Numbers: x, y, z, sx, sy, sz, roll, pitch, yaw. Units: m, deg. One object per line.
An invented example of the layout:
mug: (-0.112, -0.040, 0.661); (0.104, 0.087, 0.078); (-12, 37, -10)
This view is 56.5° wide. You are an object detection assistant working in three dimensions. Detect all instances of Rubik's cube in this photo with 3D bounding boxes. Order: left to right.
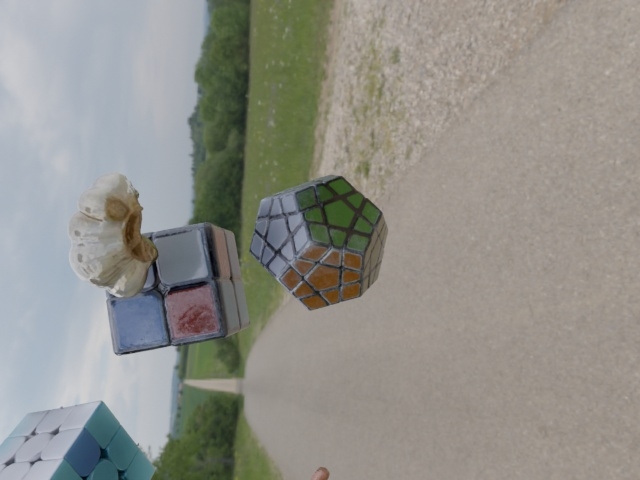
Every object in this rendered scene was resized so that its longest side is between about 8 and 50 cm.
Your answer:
Rubik's cube: (-0.673, 0.637, 1.562); (0.290, 0.292, 0.291); (-67, -42, -57)
Rubik's cube: (-0.397, 0.137, 1.683); (0.318, 0.314, 0.315); (32, -132, -84)
Rubik's cube: (0.000, 0.000, 1.343); (0.264, 0.319, 0.319); (-45, 10, -4)

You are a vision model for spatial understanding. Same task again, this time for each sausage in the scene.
sausage: (-0.012, 0.515, 1.255); (0.083, 0.034, 0.034); (-53, 11, -2)

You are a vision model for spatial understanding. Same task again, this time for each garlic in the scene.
garlic: (-0.492, 0.000, 1.363); (0.203, 0.185, 0.280); (7, 121, 54)
